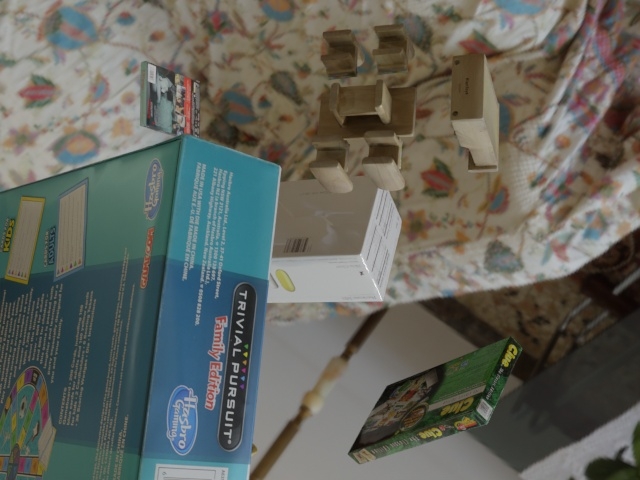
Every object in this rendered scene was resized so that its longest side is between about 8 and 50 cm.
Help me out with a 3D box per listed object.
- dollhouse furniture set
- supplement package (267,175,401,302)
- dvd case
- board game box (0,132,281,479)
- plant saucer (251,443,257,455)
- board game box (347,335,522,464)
[{"bbox_3d":[0.121,-0.172,1.330,0.242,0.212,0.161,-1,160,18],"label":"dollhouse furniture set"},{"bbox_3d":[0.000,0.000,1.833,0.262,0.204,0.145,-3,139,25],"label":"supplement package"},{"bbox_3d":[-0.201,-0.184,1.267,0.013,0.119,0.087,-3,84,27],"label":"dvd case"},{"bbox_3d":[-0.172,0.083,0.655,0.079,0.253,0.336,15,165,-40],"label":"board game box"},{"bbox_3d":[-0.335,0.373,1.695,0.333,0.333,0.080,25,106,25],"label":"plant saucer"},{"bbox_3d":[0.147,0.216,1.253,0.030,0.136,0.260,47,140,-9],"label":"board game box"}]
